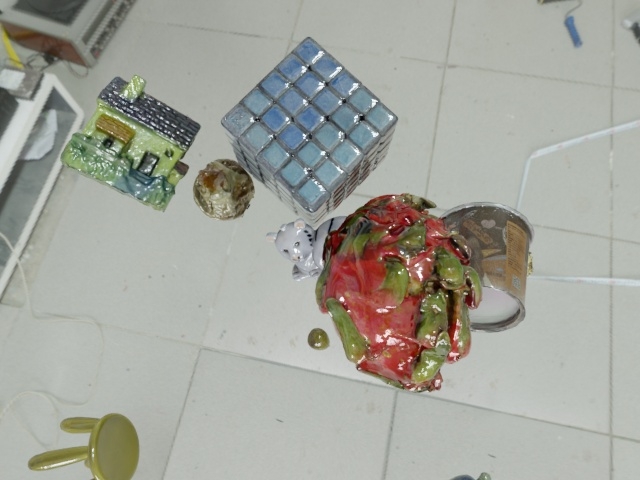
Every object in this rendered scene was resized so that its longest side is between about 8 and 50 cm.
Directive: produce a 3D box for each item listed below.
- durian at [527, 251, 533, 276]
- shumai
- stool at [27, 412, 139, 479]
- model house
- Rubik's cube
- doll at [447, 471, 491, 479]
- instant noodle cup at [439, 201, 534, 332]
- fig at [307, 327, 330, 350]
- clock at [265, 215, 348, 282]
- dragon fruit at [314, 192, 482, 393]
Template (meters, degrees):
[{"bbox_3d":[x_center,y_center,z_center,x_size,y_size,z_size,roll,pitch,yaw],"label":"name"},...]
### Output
[{"bbox_3d":[0.608,0.091,1.695,0.250,0.138,0.183,-44,83,19],"label":"durian"},{"bbox_3d":[-0.209,-0.115,1.067,0.145,0.116,0.145,3,79,-14],"label":"shumai"},{"bbox_3d":[-0.359,0.335,0.769,0.110,0.135,0.134,-19,63,12],"label":"stool"},{"bbox_3d":[-0.330,-0.182,0.911,0.194,0.170,0.211,28,81,-16],"label":"model house"},{"bbox_3d":[-0.020,-0.191,0.960,0.237,0.238,0.237,42,84,6],"label":"Rubik's cube"},{"bbox_3d":[0.407,0.744,1.357,0.154,0.258,0.228,5,64,37],"label":"doll"},{"bbox_3d":[0.337,0.064,1.042,0.217,0.217,0.207,11,52,6],"label":"instant noodle cup"},{"bbox_3d":[-0.002,0.337,1.670,0.074,0.088,0.074,-30,36,24],"label":"fig"},{"bbox_3d":[0.000,0.000,0.884,0.176,0.117,0.080,-19,37,24],"label":"clock"},{"bbox_3d":[0.119,0.081,0.739,0.237,0.231,0.302,-10,87,21],"label":"dragon fruit"}]
